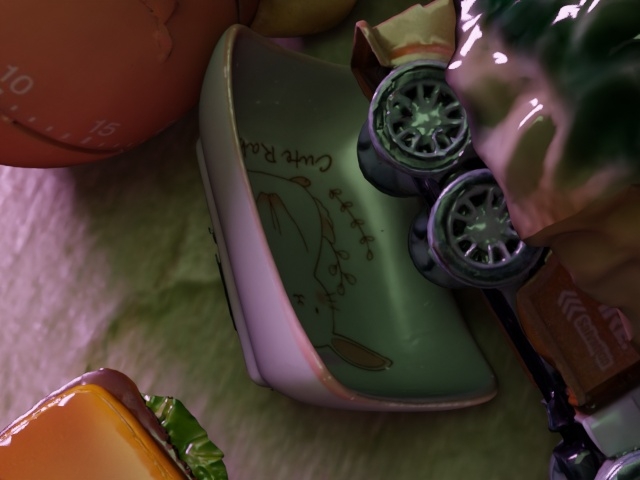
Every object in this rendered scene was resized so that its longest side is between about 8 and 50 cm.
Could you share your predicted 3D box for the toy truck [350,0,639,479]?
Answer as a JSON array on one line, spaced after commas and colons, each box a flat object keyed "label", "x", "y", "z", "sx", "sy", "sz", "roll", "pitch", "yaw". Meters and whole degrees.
[{"label": "toy truck", "x": 0.160, "y": 0.016, "z": 0.644, "sx": 0.184, "sy": 0.133, "sz": 0.338, "roll": -30, "pitch": 88, "yaw": -1}]

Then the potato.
[{"label": "potato", "x": -0.014, "y": -0.159, "z": 0.833, "sx": 0.083, "sy": 0.062, "sz": 0.068, "roll": -15, "pitch": 31, "yaw": -25}]

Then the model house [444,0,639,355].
[{"label": "model house", "x": 0.334, "y": -0.148, "z": 0.484, "sx": 0.395, "sy": 0.400, "sz": 0.445, "roll": 45, "pitch": 53, "yaw": -20}]

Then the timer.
[{"label": "timer", "x": -0.151, "y": -0.159, "z": 0.753, "sx": 0.215, "sy": 0.229, "sz": 0.230, "roll": -30, "pitch": 61, "yaw": 27}]

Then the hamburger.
[{"label": "hamburger", "x": -0.104, "y": 0.154, "z": 0.684, "sx": 0.137, "sy": 0.087, "sz": 0.166, "roll": -34, "pitch": 67, "yaw": -9}]

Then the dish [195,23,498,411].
[{"label": "dish", "x": 0.000, "y": 0.000, "z": 0.724, "sx": 0.077, "sy": 0.151, "sz": 0.212, "roll": -32, "pitch": 63, "yaw": 34}]
